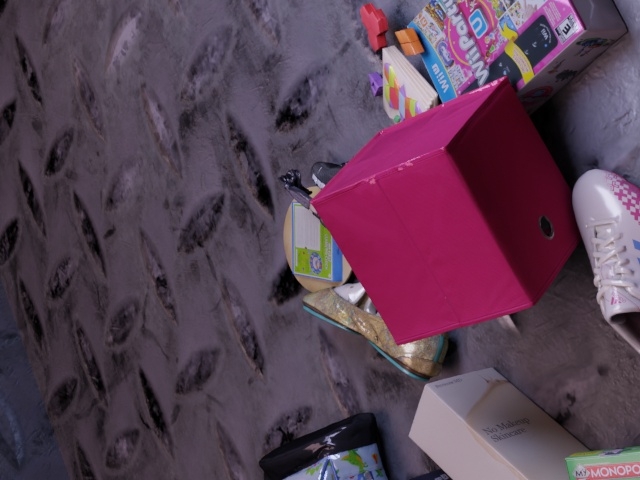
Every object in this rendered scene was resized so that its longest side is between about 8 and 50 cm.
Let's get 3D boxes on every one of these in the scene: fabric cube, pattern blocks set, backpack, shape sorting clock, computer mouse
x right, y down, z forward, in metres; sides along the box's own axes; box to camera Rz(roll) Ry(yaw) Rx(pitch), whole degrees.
[{"bbox_3d":[0.193,-0.043,1.839,0.259,0.254,0.258,-20,106,39],"label":"fabric cube"},{"bbox_3d":[0.145,-0.224,2.072,0.325,0.026,0.285,-128,23,-54],"label":"pattern blocks set"},{"bbox_3d":[0.029,0.541,2.347,0.290,0.273,0.355,-28,88,46],"label":"backpack"},{"bbox_3d":[0.000,0.000,2.399,0.206,0.040,0.206,9,101,52],"label":"shape sorting clock"},{"bbox_3d":[0.034,-0.037,2.233,0.060,0.184,0.262,-45,72,2],"label":"computer mouse"}]

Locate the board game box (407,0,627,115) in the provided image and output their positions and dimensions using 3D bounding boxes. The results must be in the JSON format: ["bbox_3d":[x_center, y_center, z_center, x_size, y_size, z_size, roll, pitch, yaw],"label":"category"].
[{"bbox_3d":[0.284,-0.318,1.888,0.303,0.097,0.224,-45,63,50],"label":"board game box"}]

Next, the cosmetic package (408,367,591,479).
[{"bbox_3d":[0.301,0.340,1.972,0.309,0.160,0.113,41,128,40],"label":"cosmetic package"}]

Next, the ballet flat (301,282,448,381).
[{"bbox_3d":[0.102,0.135,2.248,0.348,0.123,0.123,29,121,48],"label":"ballet flat"}]

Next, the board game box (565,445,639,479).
[{"bbox_3d":[0.505,0.384,1.724,0.317,0.046,0.214,-13,87,38],"label":"board game box"}]

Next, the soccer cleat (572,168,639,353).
[{"bbox_3d":[0.426,0.040,1.738,0.331,0.143,0.116,62,141,24],"label":"soccer cleat"}]

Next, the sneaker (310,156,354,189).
[{"bbox_3d":[0.072,-0.116,2.248,0.234,0.078,0.106,31,116,46],"label":"sneaker"}]

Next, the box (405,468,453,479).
[{"bbox_3d":[0.251,0.600,2.084,0.312,0.179,0.343,44,131,41],"label":"box"}]
